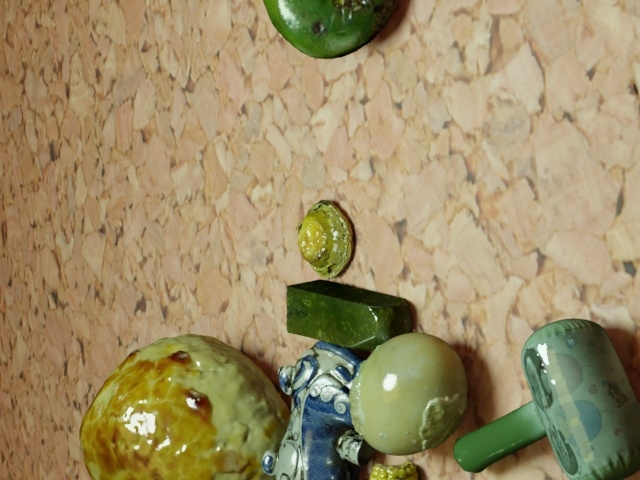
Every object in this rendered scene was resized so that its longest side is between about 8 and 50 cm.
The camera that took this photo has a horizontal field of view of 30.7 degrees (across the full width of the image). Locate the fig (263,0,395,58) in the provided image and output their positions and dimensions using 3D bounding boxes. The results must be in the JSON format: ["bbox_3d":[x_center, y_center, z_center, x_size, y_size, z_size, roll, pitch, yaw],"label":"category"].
[{"bbox_3d":[0.012,-0.379,1.793,0.235,0.203,0.203,-83,-3,-80],"label":"fig"}]

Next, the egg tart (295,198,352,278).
[{"bbox_3d":[0.000,0.000,1.901,0.130,0.052,0.130,12,105,51],"label":"egg tart"}]

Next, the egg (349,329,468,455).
[{"bbox_3d":[0.127,0.222,1.658,0.164,0.164,0.201,58,137,33],"label":"egg"}]

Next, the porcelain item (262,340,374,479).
[{"bbox_3d":[0.024,0.303,1.846,0.186,0.138,0.287,18,104,34],"label":"porcelain item"}]

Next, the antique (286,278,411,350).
[{"bbox_3d":[0.045,0.119,1.813,0.221,0.081,0.080,11,106,49],"label":"antique"}]

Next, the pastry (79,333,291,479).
[{"bbox_3d":[-0.236,0.353,2.004,0.389,0.313,0.388,20,119,42],"label":"pastry"}]

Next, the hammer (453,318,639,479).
[{"bbox_3d":[0.276,0.240,1.510,0.335,0.119,0.206,-44,58,54],"label":"hammer"}]

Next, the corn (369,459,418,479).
[{"bbox_3d":[0.117,0.488,1.742,0.101,0.102,0.310,-9,86,54],"label":"corn"}]
